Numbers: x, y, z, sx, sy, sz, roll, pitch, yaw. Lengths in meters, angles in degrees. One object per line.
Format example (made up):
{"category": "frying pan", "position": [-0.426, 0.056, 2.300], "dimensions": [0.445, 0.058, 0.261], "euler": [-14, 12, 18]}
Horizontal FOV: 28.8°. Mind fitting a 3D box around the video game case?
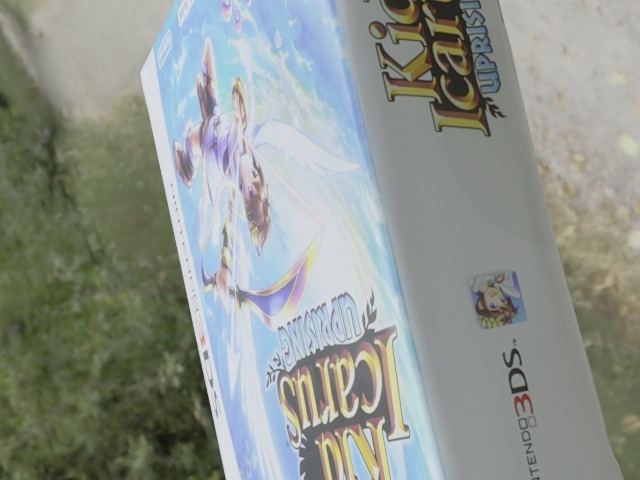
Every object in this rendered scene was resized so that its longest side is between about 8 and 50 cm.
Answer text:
{"category": "video game case", "position": [0.000, 0.000, 0.486], "dimensions": [0.269, 0.061, 0.244], "euler": [143, 115, -69]}
